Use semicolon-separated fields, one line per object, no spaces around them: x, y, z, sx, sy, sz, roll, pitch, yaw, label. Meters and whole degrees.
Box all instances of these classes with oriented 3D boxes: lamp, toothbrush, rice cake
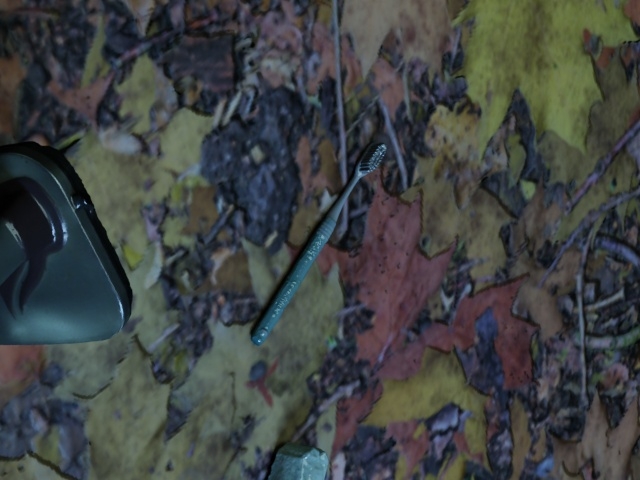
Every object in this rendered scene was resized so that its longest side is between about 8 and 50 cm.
-0.209;0.102;0.911;0.283;0.124;0.203;-43;120;-33;lamp
0.000;0.000;1.200;0.011;0.014;0.167;42;66;-23;toothbrush
-0.034;0.214;1.188;0.029;0.033;0.171;26;77;-49;rice cake
